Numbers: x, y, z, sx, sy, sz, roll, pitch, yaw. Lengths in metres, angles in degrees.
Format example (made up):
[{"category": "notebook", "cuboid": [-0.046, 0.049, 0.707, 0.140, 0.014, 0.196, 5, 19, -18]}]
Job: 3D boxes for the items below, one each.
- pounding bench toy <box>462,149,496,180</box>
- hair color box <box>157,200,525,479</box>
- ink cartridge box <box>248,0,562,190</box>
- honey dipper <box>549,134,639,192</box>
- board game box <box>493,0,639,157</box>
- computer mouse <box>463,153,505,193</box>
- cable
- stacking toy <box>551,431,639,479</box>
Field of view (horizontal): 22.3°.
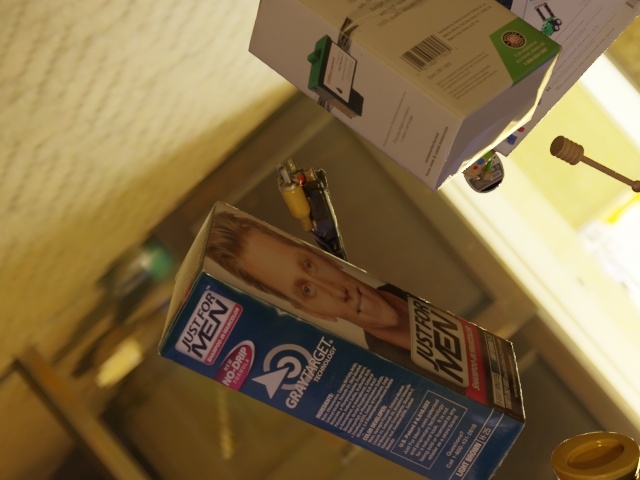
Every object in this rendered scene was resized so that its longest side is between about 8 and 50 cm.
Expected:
[{"category": "pounding bench toy", "cuboid": [0.223, -0.125, 2.259, 0.083, 0.052, 0.065, 24, 119, -33]}, {"category": "hair color box", "cuboid": [0.024, 0.105, 1.603, 0.105, 0.347, 0.174, -61, -170, 21]}, {"category": "ink cartridge box", "cuboid": [0.071, -0.167, 1.409, 0.160, 0.219, 0.092, -36, 156, -40]}, {"category": "honey dipper", "cuboid": [0.372, -0.098, 2.151, 0.030, 0.161, 0.030, -37, -138, 43]}, {"category": "board game box", "cuboid": [0.258, -0.269, 2.088, 0.305, 0.193, 0.053, -49, -168, 34]}, {"category": "computer mouse", "cuboid": [0.238, -0.162, 2.665, 0.106, 0.193, 0.042, -29, -155, 0]}, {"category": "cable", "cuboid": [0.000, 0.000, 2.592, 0.072, 0.287, 0.139, -15, -169, 12]}, {"category": "stacking toy", "cuboid": [0.356, 0.394, 2.108, 0.309, 0.130, 0.279, -24, -155, -30]}]
